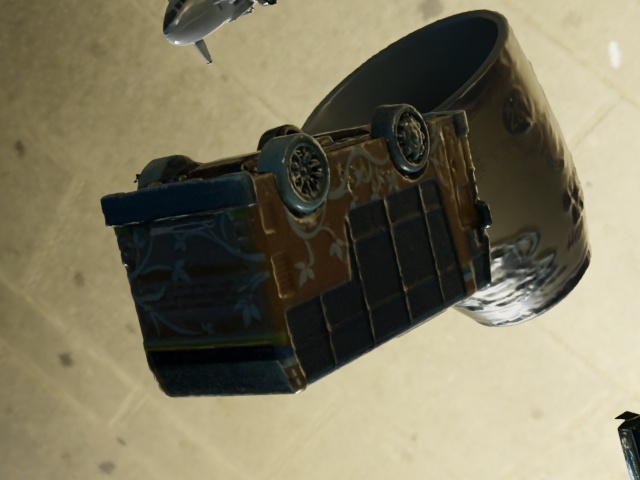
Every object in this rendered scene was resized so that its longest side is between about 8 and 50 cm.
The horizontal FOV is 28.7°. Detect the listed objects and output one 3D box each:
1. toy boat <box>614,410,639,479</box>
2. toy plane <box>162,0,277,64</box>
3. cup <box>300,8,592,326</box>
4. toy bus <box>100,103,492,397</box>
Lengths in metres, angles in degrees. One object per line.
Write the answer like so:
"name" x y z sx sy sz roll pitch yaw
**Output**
"toy boat" 0.270 0.192 0.950 0.060 0.055 0.141 2 115 59
"toy plane" -0.084 -0.212 1.075 0.162 0.171 0.065 -10 127 38
"cup" 0.114 -0.053 1.213 0.257 0.227 0.301 56 161 -24
"toy bus" 0.000 0.000 0.876 0.139 0.275 0.167 -7 100 37
